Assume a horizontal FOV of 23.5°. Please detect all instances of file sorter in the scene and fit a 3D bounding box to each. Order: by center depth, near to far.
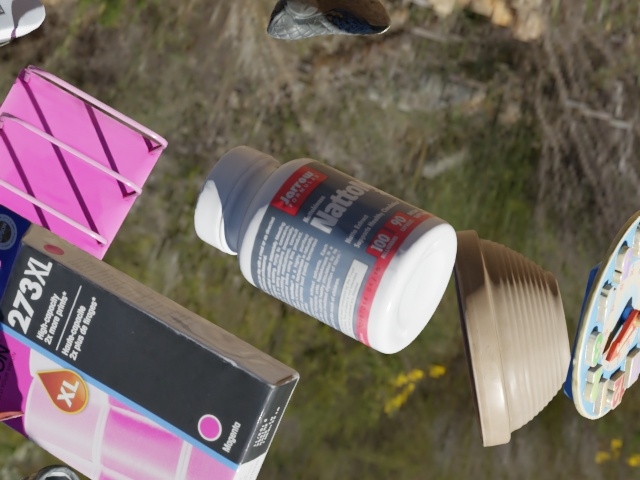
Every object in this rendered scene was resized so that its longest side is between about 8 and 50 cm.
[{"bbox_3d":[-0.337,-0.041,1.843,0.202,0.291,0.182,30,173,-11],"label":"file sorter"}]

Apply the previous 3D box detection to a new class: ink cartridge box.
[{"bbox_3d":[-0.212,0.117,1.436,0.371,0.069,0.176,29,108,20],"label":"ink cartridge box"}]

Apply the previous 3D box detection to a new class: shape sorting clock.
[{"bbox_3d":[0.286,0.070,1.441,0.040,0.206,0.206,22,150,26],"label":"shape sorting clock"}]

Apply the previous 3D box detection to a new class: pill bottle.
[{"bbox_3d":[0.000,0.000,1.148,0.180,0.108,0.108,26,150,22],"label":"pill bottle"}]

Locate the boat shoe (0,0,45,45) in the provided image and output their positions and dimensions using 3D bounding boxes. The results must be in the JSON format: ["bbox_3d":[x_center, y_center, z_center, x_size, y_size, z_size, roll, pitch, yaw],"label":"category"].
[{"bbox_3d":[-0.423,-0.251,1.790,0.076,0.228,0.080,-31,87,36],"label":"boat shoe"}]

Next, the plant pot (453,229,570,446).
[{"bbox_3d":[0.211,0.100,1.682,0.109,0.237,0.237,-10,142,4],"label":"plant pot"}]

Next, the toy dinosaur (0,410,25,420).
[{"bbox_3d":[-0.267,0.130,1.144,0.047,0.090,0.082,23,141,15],"label":"toy dinosaur"}]

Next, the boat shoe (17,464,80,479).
[{"bbox_3d":[-0.239,0.339,1.286,0.113,0.306,0.105,22,145,-25],"label":"boat shoe"}]

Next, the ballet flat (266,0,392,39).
[{"bbox_3d":[0.011,-0.250,1.708,0.173,0.057,0.049,-5,154,-42],"label":"ballet flat"}]
